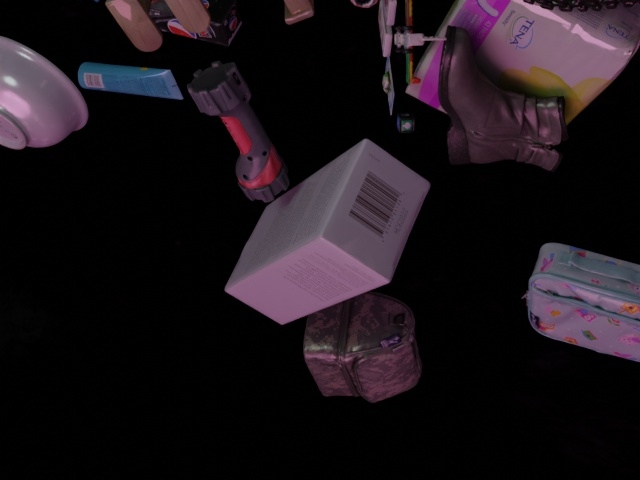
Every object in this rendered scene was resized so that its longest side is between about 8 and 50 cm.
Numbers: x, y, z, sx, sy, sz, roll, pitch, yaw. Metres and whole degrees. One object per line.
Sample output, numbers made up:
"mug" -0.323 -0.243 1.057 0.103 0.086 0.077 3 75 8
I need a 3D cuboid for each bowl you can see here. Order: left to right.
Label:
"bowl" -0.664 -0.292 1.933 0.298 0.134 0.298 21 153 11

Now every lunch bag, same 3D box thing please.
"lunch bag" 0.113 0.254 2.175 0.256 0.212 0.305 0 148 12
"lunch bag" 0.516 0.115 1.657 0.279 0.108 0.224 15 152 22

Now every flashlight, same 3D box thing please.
"flashlight" -0.155 -0.198 1.690 0.103 0.103 0.304 12 152 31

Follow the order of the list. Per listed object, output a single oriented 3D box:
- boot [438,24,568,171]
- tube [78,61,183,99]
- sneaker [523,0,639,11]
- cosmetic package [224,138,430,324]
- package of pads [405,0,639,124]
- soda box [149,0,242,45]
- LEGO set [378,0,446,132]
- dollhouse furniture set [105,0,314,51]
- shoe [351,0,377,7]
"boot" 0.245 -0.187 1.184 0.161 0.083 0.246 3 146 18
"tube" -0.370 -0.311 1.739 0.207 0.052 0.080 10 155 19
"sneaker" 0.321 -0.334 0.987 0.344 0.146 0.134 9 177 17
"cosmetic package" 0.000 0.000 1.769 0.161 0.230 0.453 33 153 -16
"package of pads" 0.272 -0.251 1.217 0.229 0.101 0.296 27 154 -1
"soda box" -0.218 -0.373 1.472 0.169 0.060 0.053 17 153 17
"LEGO set" 0.116 -0.270 1.200 0.060 0.244 0.182 -3 151 -3
"dollhouse furniture set" -0.150 -0.368 1.263 0.242 0.212 0.161 -16 136 17
"shoe" 0.059 -0.380 1.159 0.064 0.081 0.178 0 160 2
